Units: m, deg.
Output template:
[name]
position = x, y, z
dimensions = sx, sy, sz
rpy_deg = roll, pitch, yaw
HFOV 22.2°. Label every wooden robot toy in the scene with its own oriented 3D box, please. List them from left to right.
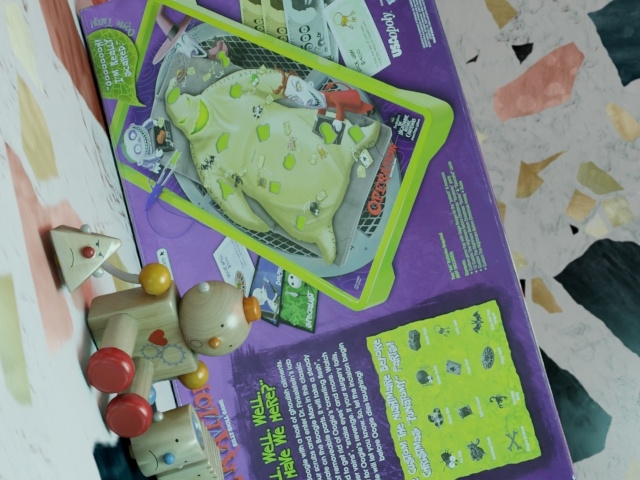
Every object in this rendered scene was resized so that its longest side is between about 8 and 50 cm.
[wooden robot toy]
position = -0.063, 0.054, 0.759
dimensions = 0.076, 0.079, 0.173
rpy_deg = -100, 173, -60

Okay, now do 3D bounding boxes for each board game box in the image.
[board game box]
position = 0.000, 0.000, 0.945
dimensions = 0.056, 0.208, 0.347
rpy_deg = 68, 7, -79
